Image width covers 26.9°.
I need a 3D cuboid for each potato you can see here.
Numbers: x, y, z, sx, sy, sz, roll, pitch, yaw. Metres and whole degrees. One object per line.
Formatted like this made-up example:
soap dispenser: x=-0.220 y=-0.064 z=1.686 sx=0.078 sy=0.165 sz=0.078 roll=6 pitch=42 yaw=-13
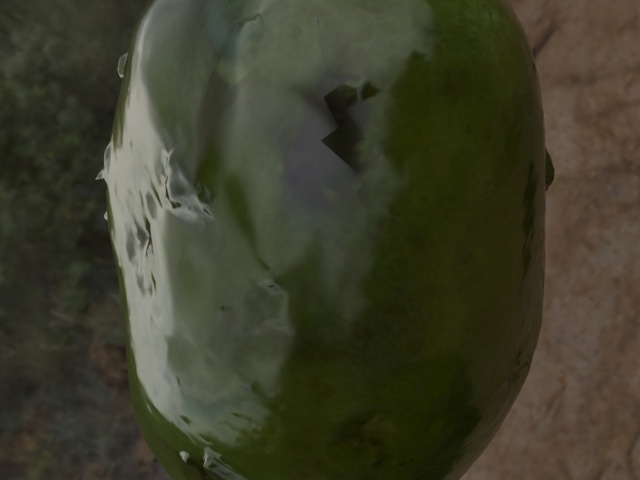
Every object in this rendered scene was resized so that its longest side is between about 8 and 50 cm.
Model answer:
potato: x=0.000 y=0.000 z=0.496 sx=0.186 sy=0.149 sz=0.253 roll=64 pitch=148 yaw=37
